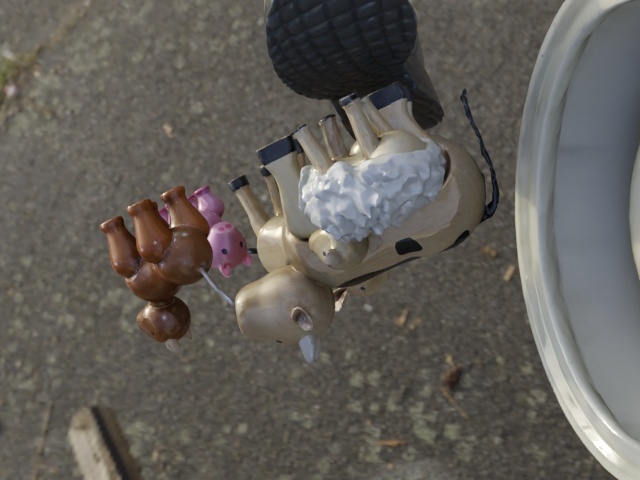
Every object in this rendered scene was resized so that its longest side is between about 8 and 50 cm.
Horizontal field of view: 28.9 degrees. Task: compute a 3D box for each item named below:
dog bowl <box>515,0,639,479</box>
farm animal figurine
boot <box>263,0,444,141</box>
[{"bbox_3d":[0.298,-0.015,0.932,0.408,0.150,0.408,177,90,-75],"label":"dog bowl"},{"bbox_3d":[0.000,0.000,1.024,0.326,0.330,0.172,-25,91,24],"label":"farm animal figurine"},{"bbox_3d":[0.008,-0.229,1.040,0.118,0.338,0.223,-16,72,6],"label":"boot"}]
